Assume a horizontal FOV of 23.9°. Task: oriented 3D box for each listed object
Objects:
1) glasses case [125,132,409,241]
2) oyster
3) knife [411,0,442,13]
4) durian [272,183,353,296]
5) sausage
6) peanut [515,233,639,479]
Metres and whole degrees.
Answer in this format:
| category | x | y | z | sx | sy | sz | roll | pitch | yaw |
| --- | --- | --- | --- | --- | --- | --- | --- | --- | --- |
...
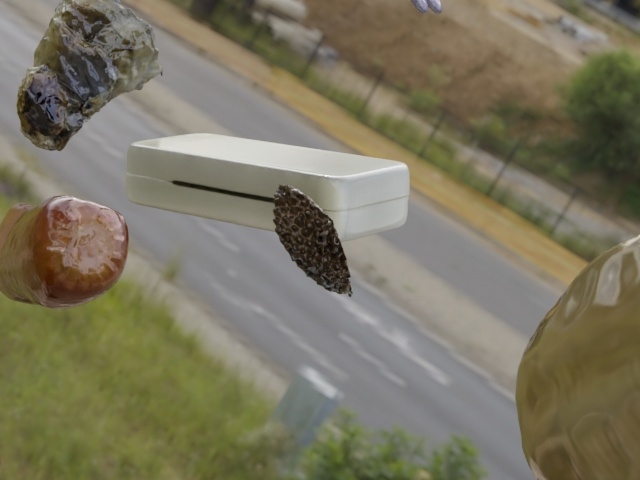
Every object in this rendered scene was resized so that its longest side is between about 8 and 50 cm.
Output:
| category | x | y | z | sx | sy | sz | roll | pitch | yaw |
| --- | --- | --- | --- | --- | --- | --- | --- | --- | --- |
| glasses case | -0.061 | -0.062 | 1.633 | 0.313 | 0.070 | 0.131 | 11 | 16 | 37 |
| oyster | -0.319 | -0.213 | 1.979 | 0.161 | 0.232 | 0.107 | 40 | 20 | -2 |
| knife | 0.018 | -0.278 | 1.419 | 0.132 | 0.038 | 0.399 | 62 | 23 | 10 |
| durian | -0.009 | 0.005 | 1.433 | 0.130 | 0.052 | 0.066 | 56 | -8 | -9 |
| sausage | -0.225 | 0.012 | 1.274 | 0.083 | 0.089 | 0.300 | 10 | -4 | -19 |
| peanut | 0.260 | 0.038 | 0.723 | 0.192 | 0.387 | 0.169 | 25 | 45 | -35 |
